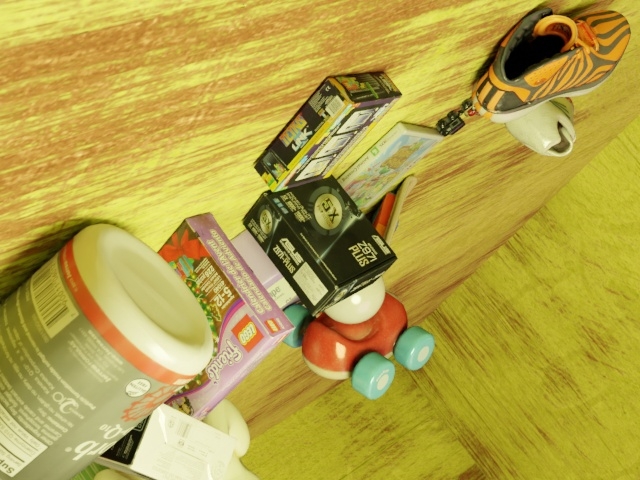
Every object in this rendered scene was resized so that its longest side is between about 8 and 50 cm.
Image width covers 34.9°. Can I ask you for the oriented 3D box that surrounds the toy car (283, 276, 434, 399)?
[{"bbox_3d":[0.065,0.097,1.707,0.210,0.219,0.238,-27,135,-39],"label":"toy car"}]

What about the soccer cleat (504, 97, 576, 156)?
[{"bbox_3d":[0.453,-0.222,2.031,0.116,0.143,0.331,-44,166,24],"label":"soccer cleat"}]

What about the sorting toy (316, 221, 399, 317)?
[{"bbox_3d":[0.061,0.095,2.149,0.347,0.047,0.196,-43,168,-31],"label":"sorting toy"}]

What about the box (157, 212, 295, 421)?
[{"bbox_3d":[-0.188,0.130,1.415,0.293,0.201,0.057,-47,164,33],"label":"box"}]

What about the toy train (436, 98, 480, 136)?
[{"bbox_3d":[0.268,-0.231,1.742,0.158,0.036,0.027,-38,167,2],"label":"toy train"}]

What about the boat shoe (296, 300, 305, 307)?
[{"bbox_3d":[-0.004,0.046,1.908,0.219,0.078,0.070,-50,165,16],"label":"boat shoe"}]

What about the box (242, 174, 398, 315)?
[{"bbox_3d":[0.000,0.000,1.508,0.147,0.180,0.077,-24,161,-45],"label":"box"}]

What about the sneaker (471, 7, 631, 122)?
[{"bbox_3d":[0.399,-0.308,1.633,0.321,0.124,0.180,-33,167,-19],"label":"sneaker"}]

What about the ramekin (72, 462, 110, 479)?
[{"bbox_3d":[-0.451,0.491,2.075,0.303,0.148,0.303,-36,167,-10],"label":"ramekin"}]

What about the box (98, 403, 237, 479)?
[{"bbox_3d":[-0.275,0.253,1.354,0.169,0.290,0.087,39,65,-47],"label":"box"}]

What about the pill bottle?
[{"bbox_3d":[-0.319,0.167,1.177,0.363,0.210,0.210,-40,167,12],"label":"pill bottle"}]

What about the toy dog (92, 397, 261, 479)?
[{"bbox_3d":[-0.244,0.377,1.656,0.284,0.408,0.395,-32,165,-23],"label":"toy dog"}]

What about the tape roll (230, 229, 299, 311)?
[{"bbox_3d":[-0.092,0.057,1.668,0.275,0.090,0.275,-35,167,-10],"label":"tape roll"}]

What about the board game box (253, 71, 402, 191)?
[{"bbox_3d":[0.011,-0.144,1.338,0.170,0.048,0.141,-46,167,32],"label":"board game box"}]

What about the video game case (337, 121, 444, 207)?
[{"bbox_3d":[0.104,-0.121,1.716,0.193,0.023,0.212,-42,166,20],"label":"video game case"}]

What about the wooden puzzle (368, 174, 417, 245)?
[{"bbox_3d":[0.098,0.008,1.957,0.239,0.044,0.221,-64,-176,-34],"label":"wooden puzzle"}]
